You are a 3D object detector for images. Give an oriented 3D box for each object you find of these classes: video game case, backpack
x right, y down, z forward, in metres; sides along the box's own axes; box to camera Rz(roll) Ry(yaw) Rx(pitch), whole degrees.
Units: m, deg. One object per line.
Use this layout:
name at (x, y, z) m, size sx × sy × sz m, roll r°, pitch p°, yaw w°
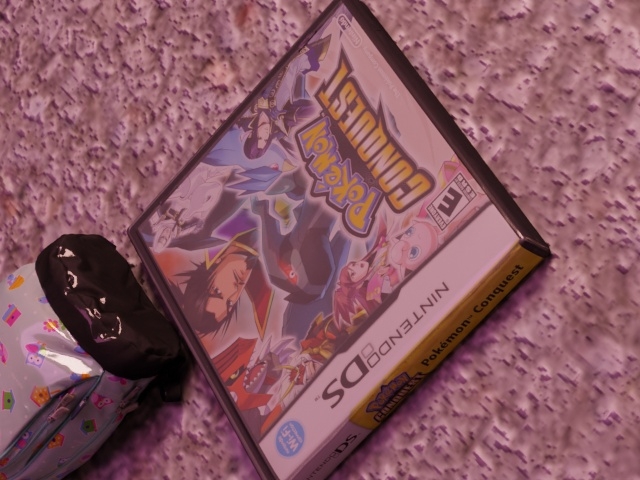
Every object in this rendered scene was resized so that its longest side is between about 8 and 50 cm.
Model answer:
video game case at (0.000, 0.000, 1.343) m, size 0.248 × 0.035 × 0.275 m, roll -47°, pitch 49°, yaw 17°
backpack at (-0.202, 0.097, 1.425) m, size 0.182 × 0.115 × 0.152 m, roll -49°, pitch 51°, yaw 19°
